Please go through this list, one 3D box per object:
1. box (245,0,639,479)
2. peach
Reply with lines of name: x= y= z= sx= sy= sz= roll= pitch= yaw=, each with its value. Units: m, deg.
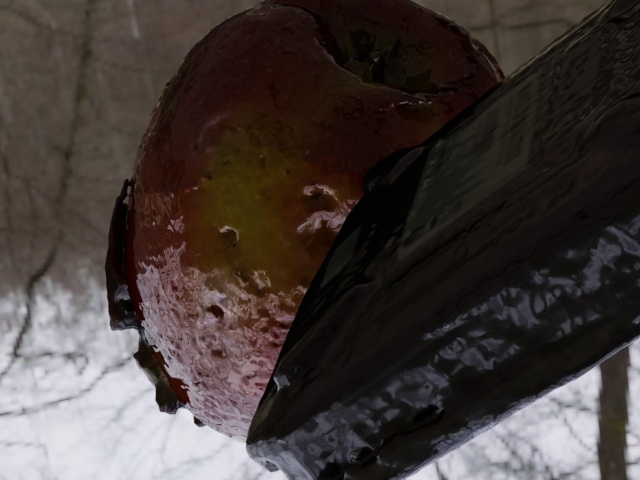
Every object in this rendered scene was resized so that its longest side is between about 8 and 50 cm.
box: x=0.121 y=-0.023 z=0.820 sx=0.350 sy=0.091 sz=0.359 roll=-35 pitch=-165 yaw=26
peach: x=0.000 y=0.000 z=1.237 sx=0.339 sy=0.417 sz=0.353 roll=-4 pitch=-135 yaw=-32
